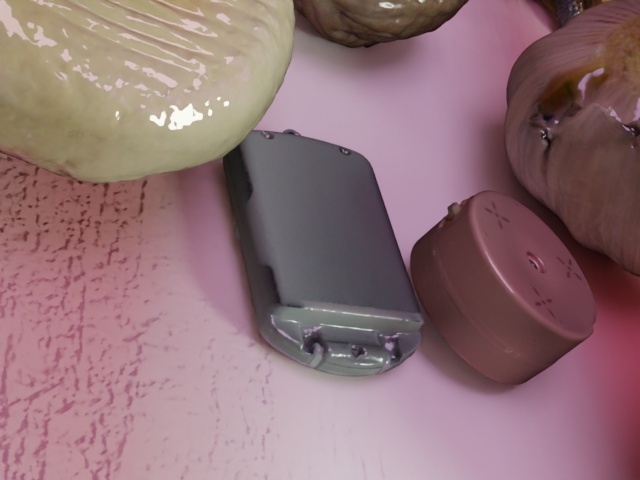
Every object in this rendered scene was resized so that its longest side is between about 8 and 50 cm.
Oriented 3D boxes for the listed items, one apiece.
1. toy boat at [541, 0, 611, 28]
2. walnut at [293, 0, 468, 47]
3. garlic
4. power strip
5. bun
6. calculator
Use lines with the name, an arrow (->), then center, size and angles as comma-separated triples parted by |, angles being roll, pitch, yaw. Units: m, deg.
toy boat -> 0.246, -0.374, 1.431 | 0.121, 0.089, 0.321 | -24, 66, -33
walnut -> 0.054, -0.275, 1.143 | 0.178, 0.178, 0.230 | 45, 45, 11
garlic -> 0.330, -0.112, 1.114 | 0.322, 0.241, 0.322 | 11, 58, -19
power strip -> 0.148, 0.036, 0.943 | 0.154, 0.078, 0.154 | 31, 34, -25
bun -> -0.202, -0.185, 0.838 | 0.361, 0.213, 0.361 | 16, 59, -29
calculator -> 0.000, 0.000, 0.919 | 0.141, 0.045, 0.246 | 8, 47, -29
